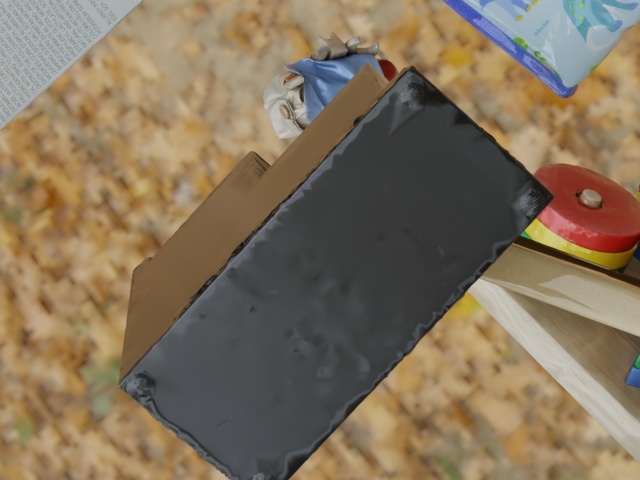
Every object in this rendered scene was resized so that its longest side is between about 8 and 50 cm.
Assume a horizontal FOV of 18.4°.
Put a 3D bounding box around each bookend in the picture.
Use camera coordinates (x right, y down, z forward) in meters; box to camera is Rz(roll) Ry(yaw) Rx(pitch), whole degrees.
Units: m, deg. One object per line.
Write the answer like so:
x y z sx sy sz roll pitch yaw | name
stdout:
0.000 0.000 0.773 0.072 0.156 0.157 41 -172 -12 | bookend

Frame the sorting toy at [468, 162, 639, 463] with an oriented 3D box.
0.258 0.035 1.408 0.257 0.255 0.089 47 129 34 | sorting toy

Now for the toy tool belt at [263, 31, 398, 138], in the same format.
0.012 -0.086 1.064 0.052 0.083 0.051 63 156 13 | toy tool belt

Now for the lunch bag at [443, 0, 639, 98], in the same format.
0.088 -0.157 0.802 0.151 0.096 0.129 40 125 -1 | lunch bag

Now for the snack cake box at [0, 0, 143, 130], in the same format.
-0.185 -0.187 0.840 0.264 0.152 0.089 53 157 -19 | snack cake box

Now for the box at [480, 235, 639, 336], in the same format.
0.154 0.035 0.838 0.201 0.164 0.021 21 94 17 | box
